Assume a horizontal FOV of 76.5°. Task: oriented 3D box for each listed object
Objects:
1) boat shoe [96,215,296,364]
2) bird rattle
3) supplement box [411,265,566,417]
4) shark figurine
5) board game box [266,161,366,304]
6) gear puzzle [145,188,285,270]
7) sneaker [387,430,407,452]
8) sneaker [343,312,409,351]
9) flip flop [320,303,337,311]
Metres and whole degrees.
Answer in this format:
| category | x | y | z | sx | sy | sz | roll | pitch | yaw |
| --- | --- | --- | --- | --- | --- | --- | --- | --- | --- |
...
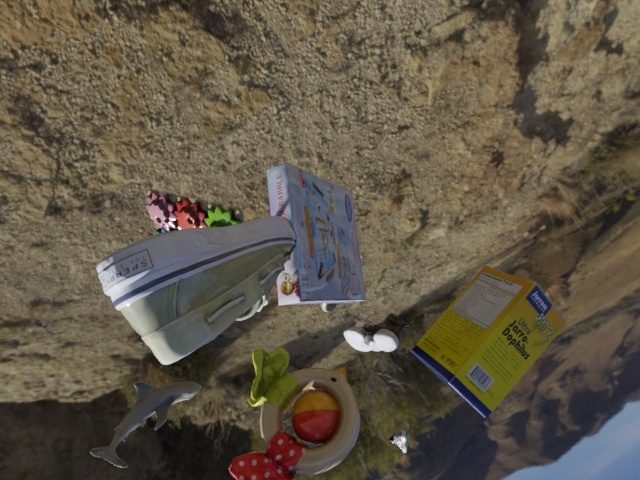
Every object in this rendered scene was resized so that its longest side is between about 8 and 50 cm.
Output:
| category | x | y | z | sx | sy | sz | roll | pitch | yaw |
| --- | --- | --- | --- | --- | --- | --- | --- | --- | --- |
| boat shoe | -0.096 | 0.037 | 0.423 | 0.109 | 0.094 | 0.302 | -22 | 180 | 18 |
| bird rattle | -0.039 | 0.293 | 0.653 | 0.207 | 0.253 | 0.143 | -12 | 128 | 4 |
| supplement box | 0.481 | 0.281 | 1.175 | 0.356 | 0.194 | 0.195 | -47 | 111 | -4 |
| shark figurine | -0.470 | 0.435 | 1.050 | 0.166 | 0.116 | 0.278 | 1 | -152 | 43 |
| board game box | 0.000 | 0.000 | 1.023 | 0.066 | 0.318 | 0.318 | -13 | 166 | 31 |
| gear puzzle | -0.210 | 0.009 | 0.784 | 0.044 | 0.339 | 0.175 | -43 | 139 | -51 |
| sneaker | 0.273 | 0.716 | 1.444 | 0.069 | 0.038 | 0.098 | -3 | 114 | 9 |
| sneaker | 0.229 | 0.369 | 1.636 | 0.269 | 0.101 | 0.153 | -9 | -163 | 47 |
| flip flop | 0.066 | 0.163 | 1.400 | 0.112 | 0.080 | 0.277 | -22 | 142 | -35 |
